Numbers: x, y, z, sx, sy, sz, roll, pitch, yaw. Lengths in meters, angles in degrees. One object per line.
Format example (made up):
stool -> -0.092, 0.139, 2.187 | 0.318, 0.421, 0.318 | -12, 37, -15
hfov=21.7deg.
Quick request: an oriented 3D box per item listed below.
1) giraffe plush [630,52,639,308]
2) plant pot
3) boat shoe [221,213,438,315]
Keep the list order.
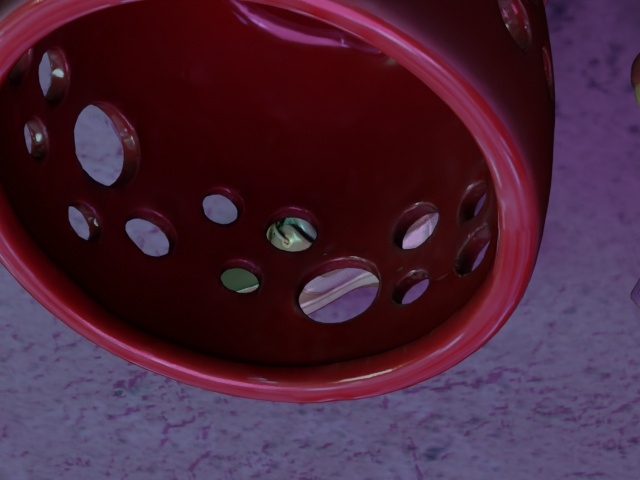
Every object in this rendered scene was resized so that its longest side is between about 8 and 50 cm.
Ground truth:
giraffe plush -> 0.232, -0.031, 0.584 | 0.170, 0.181, 0.210 | 18, 129, -36
plant pot -> -0.013, -0.067, 0.577 | 0.191, 0.174, 0.191 | 6, 136, 6
boat shoe -> 0.000, 0.000, 0.736 | 0.135, 0.050, 0.045 | -19, 125, 16
